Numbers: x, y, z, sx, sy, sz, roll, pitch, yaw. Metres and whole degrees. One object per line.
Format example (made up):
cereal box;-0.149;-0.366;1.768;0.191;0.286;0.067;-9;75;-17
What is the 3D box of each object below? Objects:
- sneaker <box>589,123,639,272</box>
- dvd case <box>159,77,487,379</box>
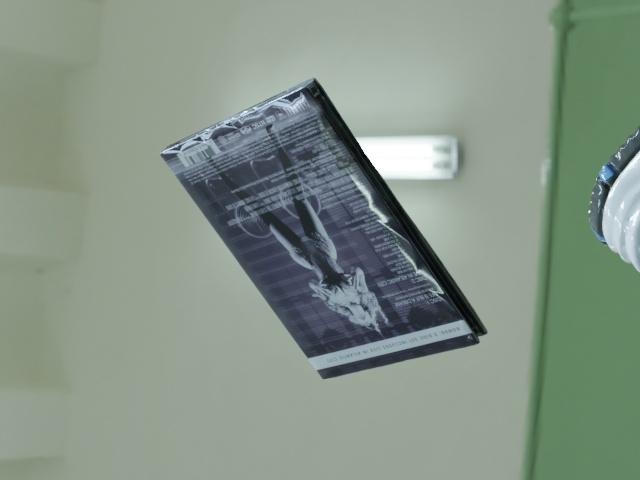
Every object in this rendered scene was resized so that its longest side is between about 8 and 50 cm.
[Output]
sneaker;0.195;-0.055;0.484;0.211;0.081;0.080;-50;-33;17
dvd case;0.000;0.000;0.980;0.221;0.164;0.018;55;-133;-16
